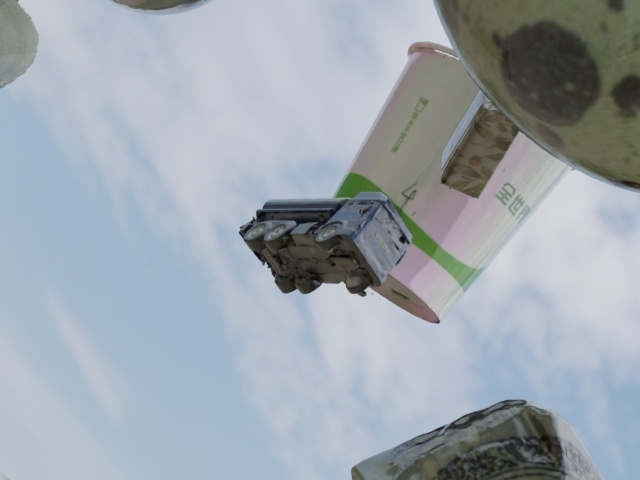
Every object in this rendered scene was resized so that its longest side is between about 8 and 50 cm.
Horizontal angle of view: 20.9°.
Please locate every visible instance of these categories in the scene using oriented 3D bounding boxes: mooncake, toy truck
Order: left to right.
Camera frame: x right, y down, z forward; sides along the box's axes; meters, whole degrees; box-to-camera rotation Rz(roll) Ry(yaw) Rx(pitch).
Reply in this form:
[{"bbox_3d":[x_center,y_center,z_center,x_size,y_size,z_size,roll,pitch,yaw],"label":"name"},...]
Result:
[{"bbox_3d":[0.000,0.000,1.644,0.201,0.088,0.074,0,-50,53],"label":"toy truck"},{"bbox_3d":[0.180,0.298,1.748,0.250,0.254,0.136,63,-5,-14],"label":"mooncake"}]

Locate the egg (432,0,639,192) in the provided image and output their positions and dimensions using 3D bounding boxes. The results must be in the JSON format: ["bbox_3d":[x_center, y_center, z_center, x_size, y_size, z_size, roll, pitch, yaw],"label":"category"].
[{"bbox_3d":[0.231,-0.204,1.321,0.287,0.287,0.379,85,-10,-56],"label":"egg"}]

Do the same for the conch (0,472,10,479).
[{"bbox_3d":[-0.192,0.163,0.846,0.176,0.094,0.104,-104,-163,-68],"label":"conch"}]

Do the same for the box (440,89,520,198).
[{"bbox_3d":[0.149,-0.093,1.598,0.045,0.062,0.098,22,-53,-9],"label":"box"}]

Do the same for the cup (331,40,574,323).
[{"bbox_3d":[0.141,-0.059,2.054,0.253,0.274,0.253,33,-8,5],"label":"cup"}]

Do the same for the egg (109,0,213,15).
[{"bbox_3d":[-0.125,-0.266,1.356,0.176,0.176,0.232,51,-10,13],"label":"egg"}]

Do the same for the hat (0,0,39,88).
[{"bbox_3d":[-0.398,-0.167,1.641,0.252,0.252,0.110,44,-47,31],"label":"hat"}]
